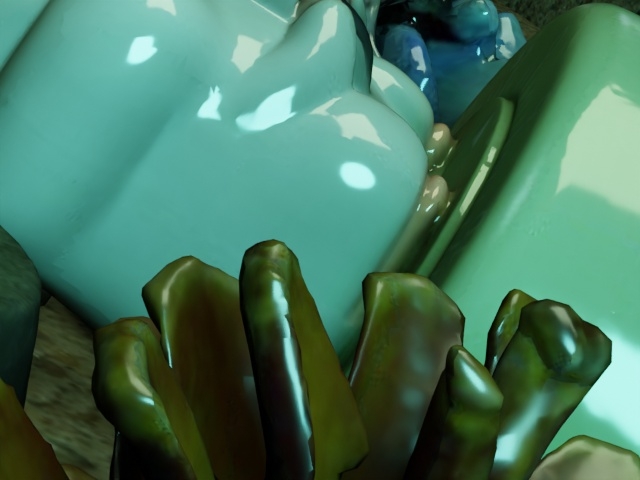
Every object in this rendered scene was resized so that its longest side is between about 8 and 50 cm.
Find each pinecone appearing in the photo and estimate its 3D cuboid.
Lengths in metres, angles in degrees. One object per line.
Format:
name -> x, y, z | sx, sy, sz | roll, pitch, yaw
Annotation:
pinecone -> -0.019, 0.120, 0.417 | 0.264, 0.264, 0.264 | 26, 14, -7

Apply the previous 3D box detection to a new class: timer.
timer -> 0.000, 0.000, 0.699 | 0.315, 0.291, 0.291 | 35, 13, -5

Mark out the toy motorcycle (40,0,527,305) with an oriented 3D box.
toy motorcycle -> -0.011, -0.037, 0.979 | 0.241, 0.319, 0.182 | 27, 55, -19

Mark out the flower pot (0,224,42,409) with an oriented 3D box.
flower pot -> -0.177, 0.045, 0.591 | 0.235, 0.148, 0.235 | 25, 13, -6
